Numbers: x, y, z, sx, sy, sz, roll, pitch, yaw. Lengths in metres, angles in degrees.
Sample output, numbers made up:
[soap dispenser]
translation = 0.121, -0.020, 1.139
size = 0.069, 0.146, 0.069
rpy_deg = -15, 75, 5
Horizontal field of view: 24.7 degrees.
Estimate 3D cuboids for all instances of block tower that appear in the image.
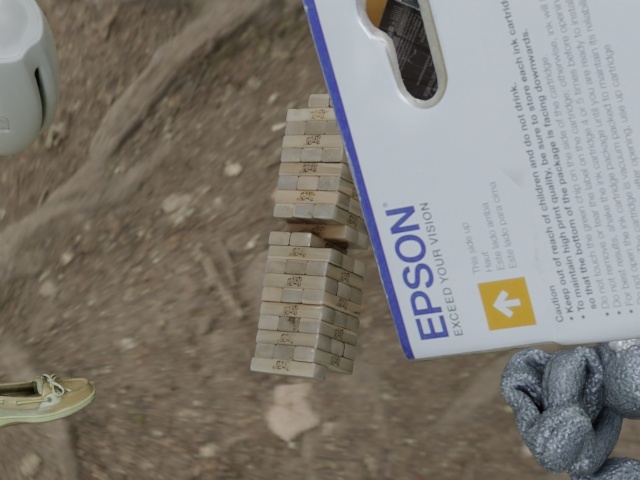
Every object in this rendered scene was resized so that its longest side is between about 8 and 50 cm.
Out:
[block tower]
translation = 0.000, 0.000, 1.734
size = 0.097, 0.091, 0.335
rpy_deg = 25, 71, -55

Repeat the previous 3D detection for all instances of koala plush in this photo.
[koala plush]
translation = 0.344, 0.166, 1.712
size = 0.221, 0.203, 0.196
rpy_deg = -40, 130, 13

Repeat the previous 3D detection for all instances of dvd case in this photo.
[dvd case]
translation = 0.148, -0.131, 1.232
size = 0.221, 0.164, 0.018
rpy_deg = 23, 70, 1

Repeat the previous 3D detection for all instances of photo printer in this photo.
[photo printer]
translation = -0.393, -0.224, 1.475
size = 0.307, 0.256, 0.107
rpy_deg = 39, 68, 4

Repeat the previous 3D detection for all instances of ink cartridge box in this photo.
[ink cartridge box]
translation = 0.150, -0.126, 0.575
size = 0.071, 0.330, 0.324
rpy_deg = -35, 112, -57

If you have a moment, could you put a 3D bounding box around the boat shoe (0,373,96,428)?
[boat shoe]
translation = -0.314, 0.164, 1.543
size = 0.153, 0.056, 0.048
rpy_deg = -9, 109, -16

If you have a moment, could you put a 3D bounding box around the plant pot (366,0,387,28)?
[plant pot]
translation = 0.133, -0.322, 1.744
size = 0.204, 0.291, 0.290
rpy_deg = -12, 87, 7
